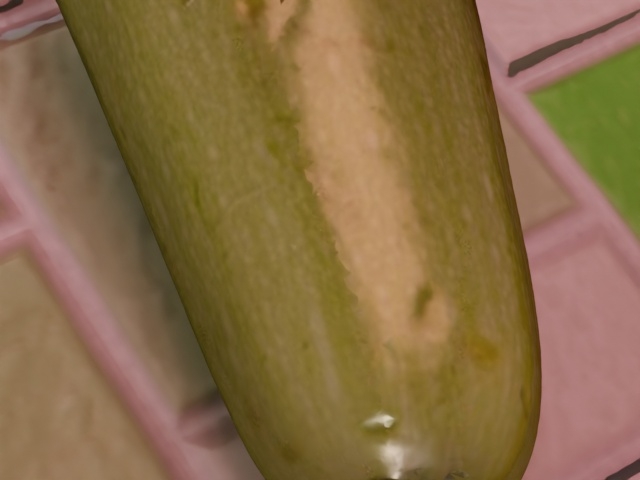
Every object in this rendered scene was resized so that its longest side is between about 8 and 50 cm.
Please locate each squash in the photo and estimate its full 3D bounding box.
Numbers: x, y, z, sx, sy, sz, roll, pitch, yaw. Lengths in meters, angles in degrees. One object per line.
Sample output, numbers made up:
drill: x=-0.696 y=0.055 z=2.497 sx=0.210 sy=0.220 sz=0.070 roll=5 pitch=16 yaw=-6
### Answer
squash: x=0.011 y=-0.002 z=0.468 sx=0.137 sy=0.137 sz=0.287 roll=-14 pitch=77 yaw=-24
